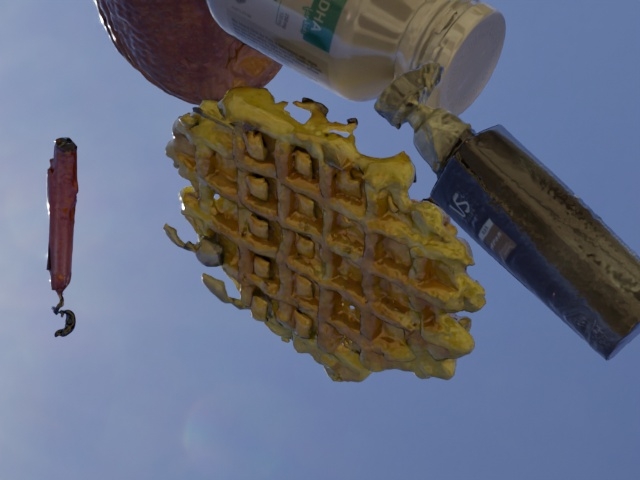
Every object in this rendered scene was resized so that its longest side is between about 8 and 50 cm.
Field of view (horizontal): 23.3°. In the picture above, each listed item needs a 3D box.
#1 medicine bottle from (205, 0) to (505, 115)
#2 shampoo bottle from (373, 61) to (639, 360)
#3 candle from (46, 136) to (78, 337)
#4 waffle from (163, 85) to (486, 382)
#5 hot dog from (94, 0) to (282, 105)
[{"bbox_3d":[0.029,-0.180,1.195,0.215,0.135,0.135,31,-127,23],"label":"medicine bottle"},{"bbox_3d":[0.115,-0.023,0.914,0.207,0.057,0.063,46,-134,13],"label":"shampoo bottle"},{"bbox_3d":[-0.194,-0.001,1.165,0.026,0.167,0.021,23,-145,25],"label":"candle"},{"bbox_3d":[0.002,-0.002,1.201,0.060,0.262,0.280,-44,-75,-41],"label":"waffle"},{"bbox_3d":[-0.104,-0.240,1.396,0.196,0.272,0.122,-29,-119,-11],"label":"hot dog"}]
